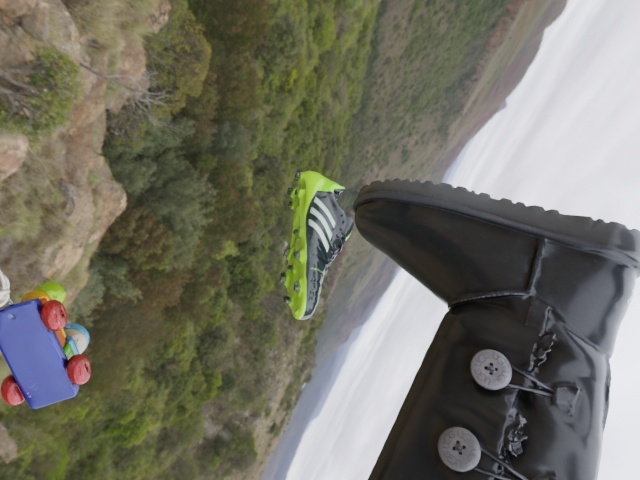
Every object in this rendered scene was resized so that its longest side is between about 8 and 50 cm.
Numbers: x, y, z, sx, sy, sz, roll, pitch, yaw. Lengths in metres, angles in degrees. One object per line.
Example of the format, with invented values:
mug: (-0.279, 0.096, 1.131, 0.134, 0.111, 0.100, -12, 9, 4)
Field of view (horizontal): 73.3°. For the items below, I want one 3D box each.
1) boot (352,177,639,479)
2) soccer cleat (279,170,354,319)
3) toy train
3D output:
boot: (0.125, 0.164, 0.507, 0.146, 0.366, 0.446, 37, 71, -52)
soccer cleat: (0.000, 0.000, 0.454, 0.060, 0.072, 0.179, 128, -30, -51)
toy train: (-0.406, 0.094, 0.609, 0.143, 0.105, 0.248, -135, -149, -69)
